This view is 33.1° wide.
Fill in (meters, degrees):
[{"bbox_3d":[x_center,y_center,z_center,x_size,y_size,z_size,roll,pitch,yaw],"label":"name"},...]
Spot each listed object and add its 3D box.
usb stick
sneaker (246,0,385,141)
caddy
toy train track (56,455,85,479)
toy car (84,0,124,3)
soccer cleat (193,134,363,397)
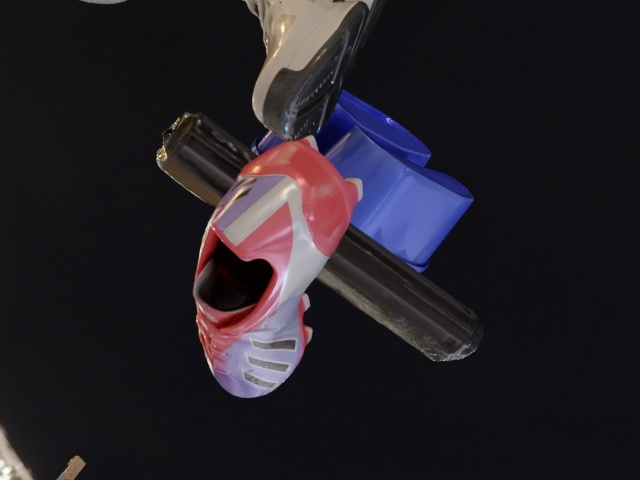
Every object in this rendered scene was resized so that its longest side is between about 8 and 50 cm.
[{"bbox_3d":[0.000,0.000,0.796,0.278,0.045,0.077,36,-21,-11],"label":"usb stick"},{"bbox_3d":[-0.068,-0.299,1.386,0.257,0.447,0.169,22,-50,2],"label":"sneaker"},{"bbox_3d":[0.053,-0.075,1.522,0.179,0.341,0.241,-50,-129,16],"label":"caddy"},{"bbox_3d":[-0.215,0.204,0.842,0.014,0.083,0.048,-12,-57,46],"label":"toy train track"},{"bbox_3d":[-0.148,-0.208,0.569,0.136,0.182,0.159,162,-61,-77],"label":"toy car"},{"bbox_3d":[-0.047,0.035,0.653,0.083,0.095,0.248,44,-35,14],"label":"soccer cleat"}]
